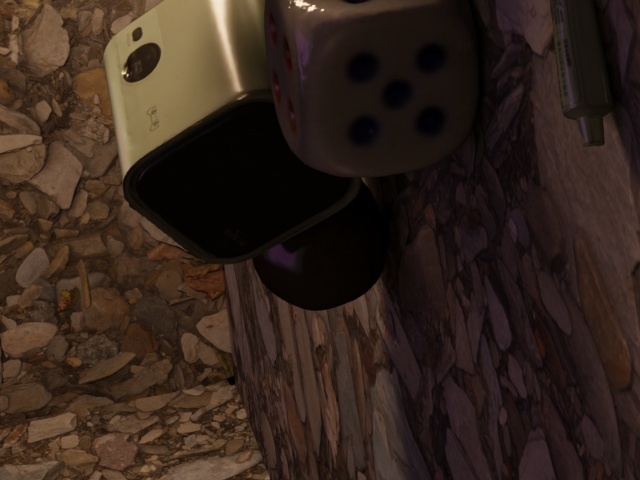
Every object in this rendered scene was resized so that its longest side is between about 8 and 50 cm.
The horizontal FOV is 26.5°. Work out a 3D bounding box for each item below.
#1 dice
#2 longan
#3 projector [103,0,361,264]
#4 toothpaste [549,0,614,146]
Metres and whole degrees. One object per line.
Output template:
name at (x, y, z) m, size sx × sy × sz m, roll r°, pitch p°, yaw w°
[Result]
dice at (0.051, -0.188, 1.418) m, size 0.193 × 0.194 × 0.192 m, roll -114°, pitch 16°, yaw -58°
longan at (0.000, 0.000, 1.866) m, size 0.212 × 0.198 × 0.198 m, roll 48°, pitch 151°, yaw 34°
projector at (-0.114, -0.154, 1.722) m, size 0.248 × 0.248 × 0.249 m, roll 42°, pitch -155°, yaw -45°
toothpaste at (0.199, -0.180, 1.072) m, size 0.064 × 0.041 × 0.218 m, roll 109°, pitch 154°, yaw -80°
